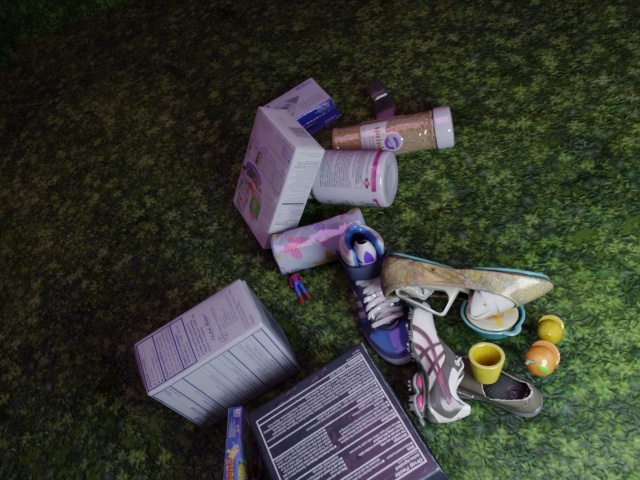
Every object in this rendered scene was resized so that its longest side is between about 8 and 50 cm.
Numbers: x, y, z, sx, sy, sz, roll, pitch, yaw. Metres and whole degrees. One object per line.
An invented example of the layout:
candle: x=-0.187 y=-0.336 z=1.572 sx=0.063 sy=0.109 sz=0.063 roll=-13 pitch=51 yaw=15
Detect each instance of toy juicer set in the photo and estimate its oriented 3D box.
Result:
toy juicer set: x=0.411 y=0.158 z=1.136 sx=0.209 sy=0.090 sz=0.329 roll=-5 pitch=35 yaw=9

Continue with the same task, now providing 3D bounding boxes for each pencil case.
pencil case: x=0.000 y=0.000 z=1.419 sx=0.273 sy=0.113 sz=0.124 roll=-19 pitch=68 yaw=3

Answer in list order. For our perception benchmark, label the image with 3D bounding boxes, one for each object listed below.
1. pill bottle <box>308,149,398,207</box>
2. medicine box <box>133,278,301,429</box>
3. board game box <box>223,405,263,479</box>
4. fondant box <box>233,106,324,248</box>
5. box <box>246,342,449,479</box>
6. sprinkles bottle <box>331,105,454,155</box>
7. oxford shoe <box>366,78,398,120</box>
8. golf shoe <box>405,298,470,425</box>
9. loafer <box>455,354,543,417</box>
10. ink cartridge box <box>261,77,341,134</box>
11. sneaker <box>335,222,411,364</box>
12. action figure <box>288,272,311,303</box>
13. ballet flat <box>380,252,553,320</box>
pill bottle: x=0.068 y=-0.182 z=1.507 sx=0.283 sy=0.160 sz=0.160 roll=5 pitch=58 yaw=24
medicine box: x=-0.233 y=0.275 z=1.229 sx=0.289 sy=0.263 sz=0.149 roll=-31 pitch=51 yaw=-3
board game box: x=-0.165 y=0.483 z=1.138 sx=0.035 sy=0.136 sz=0.201 roll=-11 pitch=52 yaw=12
fondant box: x=-0.130 y=-0.176 z=1.485 sx=0.096 sy=0.330 sz=0.238 roll=-3 pitch=40 yaw=-35
box: x=0.053 y=0.429 z=1.063 sx=0.296 sy=0.183 sz=0.294 roll=-32 pitch=50 yaw=-1
sprinkles bottle: x=0.216 y=-0.311 z=1.568 sx=0.355 sy=0.121 sz=0.121 roll=-8 pitch=54 yaw=16
oxford shoe: x=0.207 y=-0.414 z=1.683 sx=0.076 sy=0.076 sz=0.212 roll=-16 pitch=68 yaw=7
golf shoe: x=0.244 y=0.251 z=1.108 sx=0.120 sy=0.105 sz=0.273 roll=-9 pitch=58 yaw=16
loafer: x=0.342 y=0.293 z=1.111 sx=0.251 sy=0.087 sz=0.094 roll=11 pitch=61 yaw=27
ink cartridge box: x=-0.071 y=-0.452 z=1.825 sx=0.223 sy=0.045 sz=0.224 roll=-33 pitch=52 yaw=-4
sneaker: x=0.124 y=0.109 z=1.229 sx=0.130 sy=0.236 sz=0.323 roll=-21 pitch=51 yaw=6
action figure: x=-0.062 y=0.120 z=1.427 sx=0.038 sy=0.030 sz=0.115 roll=-32 pitch=49 yaw=1
ballet flat: x=0.291 y=0.107 z=1.087 sx=0.348 sy=0.123 sz=0.123 roll=8 pitch=60 yaw=22
